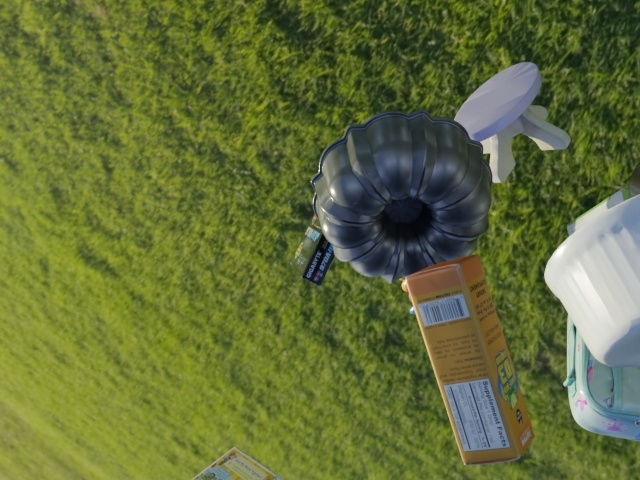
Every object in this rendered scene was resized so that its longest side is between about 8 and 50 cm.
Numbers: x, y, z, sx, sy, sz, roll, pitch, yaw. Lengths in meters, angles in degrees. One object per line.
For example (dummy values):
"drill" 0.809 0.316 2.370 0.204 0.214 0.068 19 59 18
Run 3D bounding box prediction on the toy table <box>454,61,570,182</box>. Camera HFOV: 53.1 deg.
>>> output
"toy table" 0.440 -0.274 1.506 0.161 0.274 0.252 53 165 -28

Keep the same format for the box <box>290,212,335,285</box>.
"box" 0.000 0.000 1.468 0.051 0.175 0.220 26 -178 -11

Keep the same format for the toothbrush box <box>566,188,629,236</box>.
"toothbrush box" 0.781 -0.016 1.539 0.284 0.122 0.206 5 156 -15

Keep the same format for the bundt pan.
"bundt pan" 0.146 -0.055 1.120 0.331 0.124 0.330 1 126 1

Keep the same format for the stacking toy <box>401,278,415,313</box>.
"stacking toy" 0.261 0.049 1.870 0.301 0.166 0.175 52 126 16

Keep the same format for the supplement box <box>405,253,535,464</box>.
"supplement box" 0.179 0.140 0.763 0.080 0.078 0.233 -16 89 33

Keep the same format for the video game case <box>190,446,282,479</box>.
"video game case" -0.199 0.486 1.207 0.227 0.206 0.026 -6 114 62

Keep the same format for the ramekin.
"ramekin" 0.444 0.053 0.812 0.277 0.135 0.277 -10 148 -6

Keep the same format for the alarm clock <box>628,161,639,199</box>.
"alarm clock" 0.547 -0.065 1.000 0.130 0.064 0.192 18 112 -11

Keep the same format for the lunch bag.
"lunch bag" 0.532 0.202 1.090 0.224 0.279 0.107 11 144 3
